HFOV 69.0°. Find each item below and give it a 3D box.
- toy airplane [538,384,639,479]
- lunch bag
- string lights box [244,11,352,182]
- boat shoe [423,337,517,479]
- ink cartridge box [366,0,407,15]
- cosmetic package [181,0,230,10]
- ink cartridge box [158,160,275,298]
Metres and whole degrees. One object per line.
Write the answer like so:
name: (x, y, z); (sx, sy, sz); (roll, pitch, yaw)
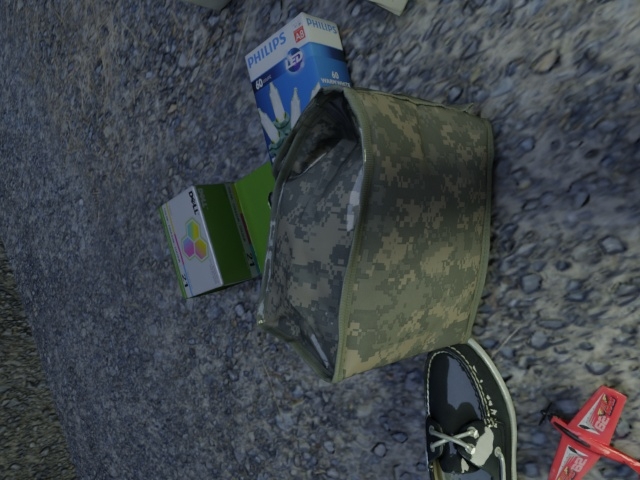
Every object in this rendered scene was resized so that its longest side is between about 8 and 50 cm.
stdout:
toy airplane: (0.315, 0.229, 0.507); (0.151, 0.028, 0.151); (11, 107, 39)
lunch bag: (0.071, -0.021, 0.524); (0.169, 0.235, 0.287); (25, 111, 47)
string lights box: (-0.015, -0.171, 0.684); (0.133, 0.077, 0.259); (-16, 88, 43)
boat shoe: (0.186, 0.272, 0.585); (0.114, 0.091, 0.302); (-18, 86, 42)
ink cartridge box: (0.020, -0.479, 0.559); (0.309, 0.130, 0.272); (43, 122, 27)
cosmetic package: (-0.242, -0.451, 0.723); (0.085, 0.231, 0.117); (-20, 84, 41)
ink cartridge box: (-0.166, -0.017, 0.833); (0.255, 0.097, 0.189); (-21, 84, 42)
